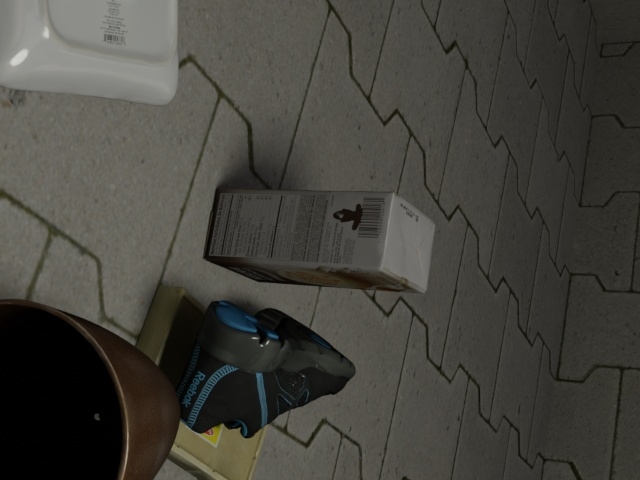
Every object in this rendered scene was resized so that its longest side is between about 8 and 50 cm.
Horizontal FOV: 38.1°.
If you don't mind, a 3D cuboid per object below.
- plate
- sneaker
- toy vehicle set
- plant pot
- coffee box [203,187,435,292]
[{"bbox_3d":[-0.223,-0.285,0.944,0.277,0.045,0.278,-6,97,-62],"label":"plate"},{"bbox_3d":[-0.070,0.162,1.132,0.140,0.125,0.341,-60,152,3],"label":"sneaker"},{"bbox_3d":[-0.140,0.191,1.127,0.267,0.035,0.166,53,46,-49],"label":"toy vehicle set"},{"bbox_3d":[-0.220,0.166,0.835,0.230,0.215,0.216,25,69,-74],"label":"plant pot"},{"bbox_3d":[0.000,0.000,1.157,0.141,0.246,0.098,29,67,-58],"label":"coffee box"}]
